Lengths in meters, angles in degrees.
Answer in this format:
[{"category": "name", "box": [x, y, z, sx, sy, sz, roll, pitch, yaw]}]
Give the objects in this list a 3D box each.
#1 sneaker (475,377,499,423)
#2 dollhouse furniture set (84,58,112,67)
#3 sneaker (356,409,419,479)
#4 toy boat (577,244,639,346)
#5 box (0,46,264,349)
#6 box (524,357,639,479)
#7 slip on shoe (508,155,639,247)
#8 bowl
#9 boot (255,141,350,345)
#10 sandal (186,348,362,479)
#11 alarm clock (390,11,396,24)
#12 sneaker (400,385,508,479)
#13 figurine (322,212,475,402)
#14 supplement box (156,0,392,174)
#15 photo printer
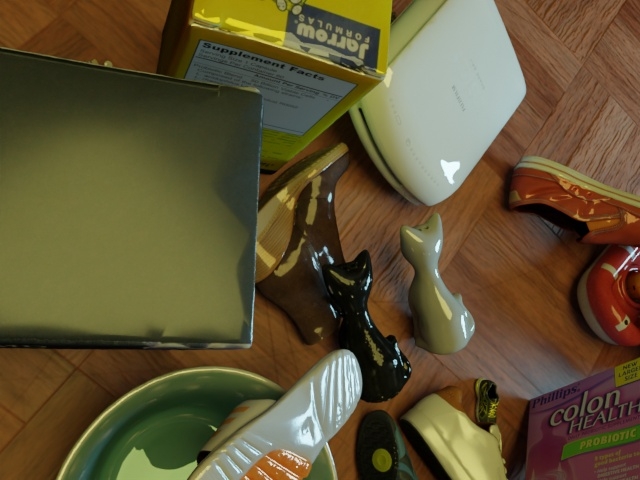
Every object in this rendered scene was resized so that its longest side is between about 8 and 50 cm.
[{"category": "sneaker", "box": [0.264, 0.259, 0.947, 0.031, 0.035, 0.083, -4, 82, -22]}, {"category": "dollhouse furniture set", "box": [-0.297, -0.184, 0.812, 0.081, 0.091, 0.114, -75, 142, -58]}, {"category": "sneaker", "box": [0.109, 0.347, 0.861, 0.082, 0.069, 0.209, 8, 65, -54]}, {"category": "toy boat", "box": [0.562, 0.079, 1.040, 0.231, 0.151, 0.151, -41, 97, -24]}, {"category": "box", "box": [-0.251, -0.001, 0.586, 0.294, 0.395, 0.211, 5, 78, -21]}, {"category": "box", "box": [0.414, 0.321, 0.856, 0.117, 0.213, 0.243, 39, 43, -12]}, {"category": "slip on shoe", "box": [0.470, -0.032, 1.005, 0.331, 0.123, 0.101, 25, 83, 12]}, {"category": "bowl", "box": [-0.149, 0.302, 0.699, 0.312, 0.163, 0.311, 4, 79, -21]}, {"category": "boot", "box": [0.000, 0.000, 0.877, 0.248, 0.090, 0.207, -47, 112, -25]}, {"category": "sandal", "box": [-0.051, 0.208, 0.636, 0.265, 0.076, 0.102, -34, 109, -45]}, {"category": "alarm clock", "box": [0.086, -0.287, 0.963, 0.129, 0.064, 0.192, -2, 84, -23]}, {"category": "sneaker", "box": [0.246, 0.345, 0.885, 0.123, 0.106, 0.290, -34, 93, -22]}, {"category": "figurine", "box": [0.110, 0.085, 0.847, 0.215, 0.092, 0.209, -27, 114, -25]}, {"category": "supplement box", "box": [-0.081, -0.232, 0.720, 0.194, 0.356, 0.195, 10, 77, -21]}, {"category": "photo printer", "box": [0.176, -0.226, 0.924, 0.307, 0.107, 0.256, -50, 124, -22]}]
